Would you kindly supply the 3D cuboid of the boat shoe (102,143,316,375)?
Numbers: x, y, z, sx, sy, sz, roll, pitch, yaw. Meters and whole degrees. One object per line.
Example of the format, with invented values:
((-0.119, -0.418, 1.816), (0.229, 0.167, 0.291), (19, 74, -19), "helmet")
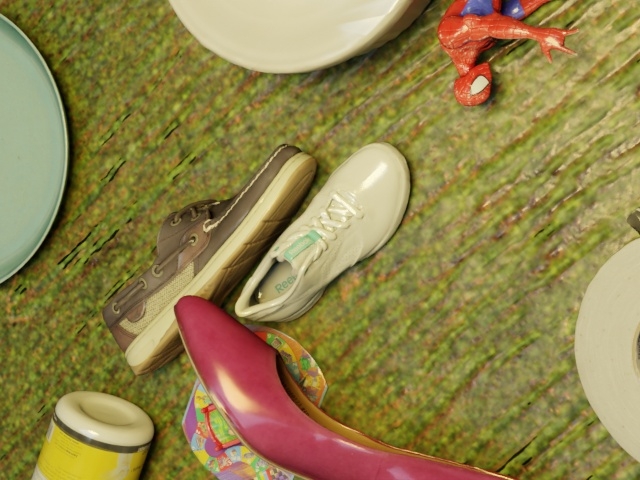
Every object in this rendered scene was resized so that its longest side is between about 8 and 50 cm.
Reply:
((-0.115, 0.008, 1.181), (0.092, 0.103, 0.285), (44, 114, 9), "boat shoe")

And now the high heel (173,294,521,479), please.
((0.039, 0.158, 1.110), (0.181, 0.127, 0.377), (-41, 91, 5), "high heel")

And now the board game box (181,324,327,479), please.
((-0.074, 0.167, 1.210), (0.133, 0.033, 0.168), (25, 102, 19), "board game box")

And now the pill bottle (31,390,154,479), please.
((-0.242, 0.253, 1.249), (0.103, 0.103, 0.184), (24, 103, 20), "pill bottle")

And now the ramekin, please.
((-0.005, -0.282, 1.099), (0.273, 0.127, 0.273), (2, 95, 23), "ramekin")

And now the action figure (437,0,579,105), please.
((0.175, -0.249, 1.044), (0.139, 0.091, 0.280), (12, 97, 24), "action figure")

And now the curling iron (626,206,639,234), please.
((0.352, 0.077, 1.023), (0.068, 0.035, 0.274), (-44, 77, 20), "curling iron")

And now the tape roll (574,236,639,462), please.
((0.318, 0.088, 0.986), (0.219, 0.072, 0.219), (12, 110, 36), "tape roll")

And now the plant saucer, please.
((-0.394, -0.099, 1.321), (0.318, 0.044, 0.317), (2, 95, 22), "plant saucer")

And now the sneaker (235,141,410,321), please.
((0.000, 0.000, 1.134), (0.080, 0.094, 0.212), (44, 108, 16), "sneaker")
